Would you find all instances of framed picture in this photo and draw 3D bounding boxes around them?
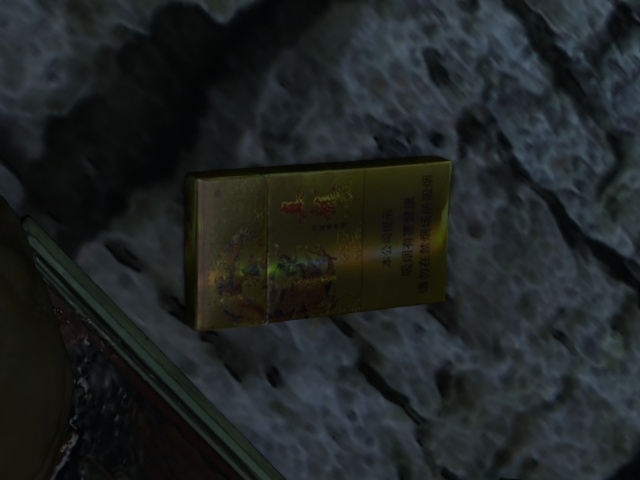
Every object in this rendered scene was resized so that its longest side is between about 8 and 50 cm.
[{"bbox_3d":[-0.144,0.153,0.822,0.216,0.016,0.273,-46,118,-9],"label":"framed picture"}]

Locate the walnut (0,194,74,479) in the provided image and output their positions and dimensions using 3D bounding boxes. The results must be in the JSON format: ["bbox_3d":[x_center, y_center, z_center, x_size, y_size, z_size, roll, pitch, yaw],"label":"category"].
[{"bbox_3d":[-0.231,0.069,0.621,0.227,0.273,0.273,45,81,-5],"label":"walnut"}]

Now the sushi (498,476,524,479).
[{"bbox_3d":[0.074,0.246,0.909,0.103,0.097,0.226,29,75,-35],"label":"sushi"}]

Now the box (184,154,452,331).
[{"bbox_3d":[0.000,0.000,0.849,0.156,0.022,0.089,-4,104,-25],"label":"box"}]
